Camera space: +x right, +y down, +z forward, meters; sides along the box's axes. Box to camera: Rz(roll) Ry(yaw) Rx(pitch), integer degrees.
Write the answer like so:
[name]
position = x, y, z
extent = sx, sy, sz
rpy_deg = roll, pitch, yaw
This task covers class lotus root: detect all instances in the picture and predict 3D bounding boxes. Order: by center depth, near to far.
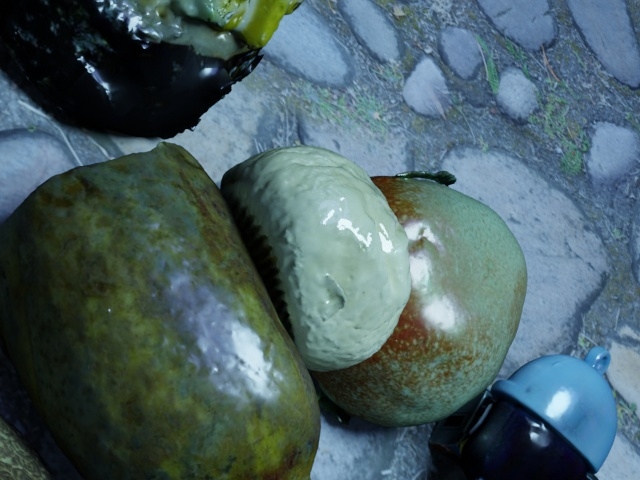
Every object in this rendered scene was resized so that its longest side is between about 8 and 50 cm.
[lotus root]
position = -0.144, 0.106, 1.129
extent = 0.250, 0.250, 0.346
rpy_deg = -21, 76, -49

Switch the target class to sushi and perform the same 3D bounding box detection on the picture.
[sushi]
position = -0.177, -0.310, 1.353
extent = 0.328, 0.285, 0.328
rpy_deg = 46, 43, -11

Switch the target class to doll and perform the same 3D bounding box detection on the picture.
[doll]
position = 0.225, 0.243, 1.384
extent = 0.141, 0.314, 0.177
rpy_deg = 36, -10, 41

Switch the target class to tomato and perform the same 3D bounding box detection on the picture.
[tomato]
position = 0.095, 0.053, 1.403
extent = 0.303, 0.239, 0.303
rpy_deg = 28, 44, -32

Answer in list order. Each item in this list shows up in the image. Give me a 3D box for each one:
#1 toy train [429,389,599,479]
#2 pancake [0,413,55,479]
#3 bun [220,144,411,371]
[toy train]
position = 0.311, 0.335, 1.537
extent = 0.409, 0.089, 0.086
rpy_deg = 40, 68, -18
[pancake]
position = -0.286, 0.164, 1.019
extent = 0.199, 0.021, 0.199
rpy_deg = 45, 0, 0
[bun]
position = 0.000, 0.000, 1.182
extent = 0.153, 0.244, 0.243
rpy_deg = -27, 82, -14
